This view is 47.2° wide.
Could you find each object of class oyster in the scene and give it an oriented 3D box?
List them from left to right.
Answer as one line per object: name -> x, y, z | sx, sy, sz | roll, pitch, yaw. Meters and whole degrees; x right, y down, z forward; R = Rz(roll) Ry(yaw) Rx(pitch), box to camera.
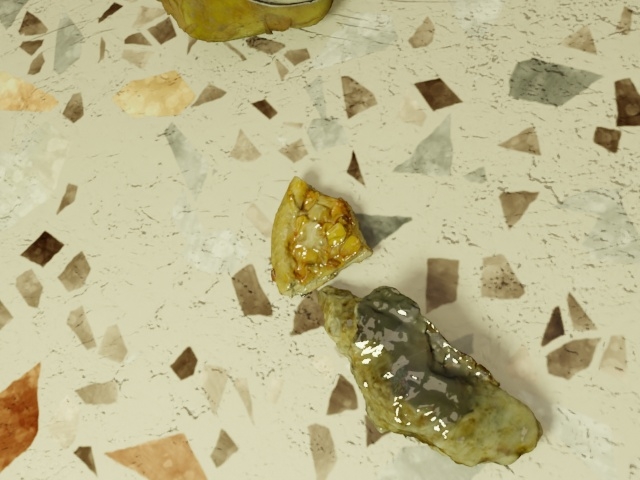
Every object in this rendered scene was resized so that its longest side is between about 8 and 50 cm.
oyster -> 0.110, 0.158, 0.930 | 0.166, 0.110, 0.341 | -38, 62, -1

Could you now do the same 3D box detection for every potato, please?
potato -> -0.127, -0.438, 1.217 | 0.300, 0.196, 0.246 | 9, 72, -10

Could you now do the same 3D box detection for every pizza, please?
pizza -> 0.000, 0.000, 1.057 | 0.161, 0.062, 0.182 | 13, 72, 20
